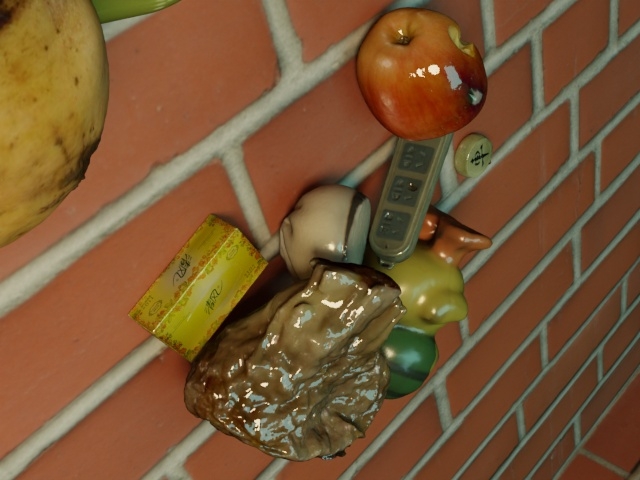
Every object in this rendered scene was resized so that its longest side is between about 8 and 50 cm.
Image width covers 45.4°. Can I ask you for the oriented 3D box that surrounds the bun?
[{"bbox_3d":[0.000,0.000,1.125,0.173,0.120,0.173,9,90,-79],"label":"bun"}]

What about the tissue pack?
[{"bbox_3d":[-0.161,0.064,1.029,0.176,0.062,0.095,-53,141,-14],"label":"tissue pack"}]

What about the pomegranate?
[{"bbox_3d":[-0.309,-0.134,0.552,0.322,0.322,0.322,-26,129,-37],"label":"pomegranate"}]

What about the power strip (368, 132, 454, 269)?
[{"bbox_3d":[0.142,-0.091,1.215,0.048,0.080,0.286,51,56,-65],"label":"power strip"}]

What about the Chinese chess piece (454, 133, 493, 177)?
[{"bbox_3d":[0.286,-0.158,1.428,0.084,0.034,0.084,-25,128,-37],"label":"Chinese chess piece"}]

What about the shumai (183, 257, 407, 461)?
[{"bbox_3d":[-0.019,0.133,1.059,0.346,0.217,0.283,-1,117,-39],"label":"shumai"}]

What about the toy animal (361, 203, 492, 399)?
[{"bbox_3d":[0.130,0.100,1.284,0.191,0.216,0.338,21,99,-24],"label":"toy animal"}]

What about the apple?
[{"bbox_3d":[0.144,-0.245,1.112,0.199,0.199,0.199,-26,129,-37],"label":"apple"}]

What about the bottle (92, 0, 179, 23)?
[{"bbox_3d":[-0.189,-0.280,0.758,0.260,0.112,0.112,-27,129,-38],"label":"bottle"}]
